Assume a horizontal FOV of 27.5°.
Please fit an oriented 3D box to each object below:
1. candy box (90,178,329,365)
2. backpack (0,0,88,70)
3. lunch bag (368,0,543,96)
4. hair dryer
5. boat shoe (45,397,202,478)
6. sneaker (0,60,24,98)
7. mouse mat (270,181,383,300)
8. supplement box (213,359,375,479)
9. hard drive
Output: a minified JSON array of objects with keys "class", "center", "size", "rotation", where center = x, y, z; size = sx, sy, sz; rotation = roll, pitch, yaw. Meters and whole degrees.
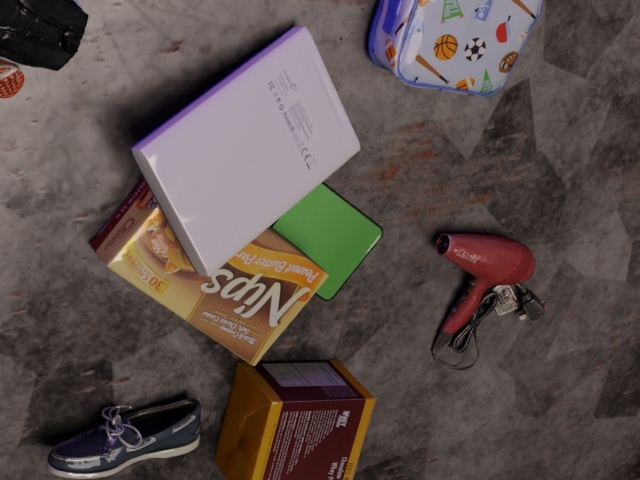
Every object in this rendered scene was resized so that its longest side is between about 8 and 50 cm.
[{"class":"candy box","center":[-0.158,0.030,1.919],"size":[0.183,0.087,0.316],"rotation":[-50,127,2]},{"class":"backpack","center":[-0.377,-0.289,1.605],"size":[0.182,0.115,0.152],"rotation":[21,114,-38]},{"class":"lunch bag","center":[0.204,-0.368,1.911],"size":[0.243,0.115,0.303],"rotation":[6,113,-30]},{"class":"hair dryer","center":[0.271,0.091,2.216],"size":[0.223,0.080,0.293],"rotation":[-34,127,-10]},{"class":"boat shoe","center":[-0.293,0.296,1.980],"size":[0.254,0.095,0.079],"rotation":[-7,120,-29]},{"class":"sneaker","center":[-0.456,-0.211,1.624],"size":[0.175,0.067,0.064],"rotation":[5,117,-46]},{"class":"mouse mat","center":[0.000,0.000,2.052],"size":[0.189,0.007,0.153],"rotation":[37,93,-37]},{"class":"supplement box","center":[-0.043,0.308,2.112],"size":[0.194,0.129,0.191],"rotation":[2,114,-31]},{"class":"hard drive","center":[-0.096,-0.128,1.830],"size":[0.318,0.040,0.210],"rotation":[-41,121,-27]}]
